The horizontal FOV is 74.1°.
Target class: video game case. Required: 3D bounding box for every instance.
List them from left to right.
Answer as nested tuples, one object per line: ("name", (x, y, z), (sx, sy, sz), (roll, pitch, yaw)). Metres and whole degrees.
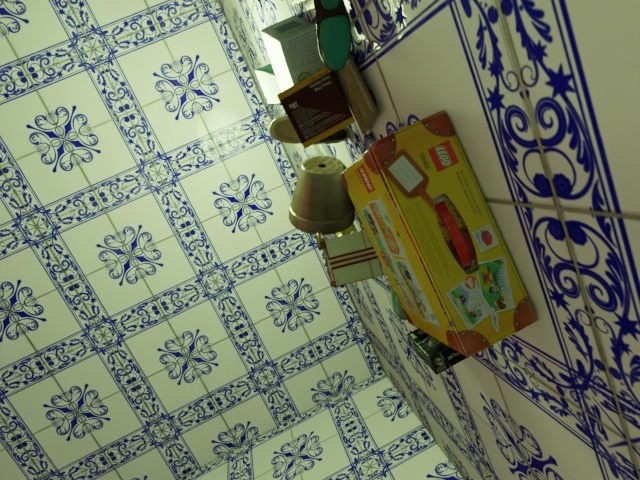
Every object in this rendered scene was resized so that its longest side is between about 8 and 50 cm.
("video game case", (0.003, -0.439, 2.200), (0.329, 0.036, 0.300), (61, 173, 26))

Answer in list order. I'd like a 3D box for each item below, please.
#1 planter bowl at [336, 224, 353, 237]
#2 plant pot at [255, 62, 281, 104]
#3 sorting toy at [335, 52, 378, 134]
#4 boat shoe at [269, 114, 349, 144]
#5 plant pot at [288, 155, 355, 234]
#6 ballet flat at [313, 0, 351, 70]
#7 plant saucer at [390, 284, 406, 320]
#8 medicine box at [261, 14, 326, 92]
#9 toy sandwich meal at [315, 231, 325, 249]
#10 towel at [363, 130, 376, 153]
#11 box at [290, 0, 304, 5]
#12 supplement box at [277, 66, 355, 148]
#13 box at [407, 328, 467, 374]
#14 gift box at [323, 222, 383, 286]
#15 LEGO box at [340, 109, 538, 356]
("planter bowl", (0.121, -0.095, 2.335), (0.217, 0.090, 0.217), (62, 173, 13))
("plant pot", (-0.157, -0.711, 1.903), (0.234, 0.166, 0.165), (42, 158, 57))
("sorting toy", (0.094, -0.494, 1.294), (0.229, 0.041, 0.307), (150, 95, -87))
("boat shoe", (-0.038, -0.411, 1.592), (0.098, 0.302, 0.109), (-140, 53, -64))
("plant pot", (0.005, -0.228, 1.980), (0.323, 0.323, 0.280), (-123, 26, -49))
("ballet flat", (0.028, -0.606, 1.139), (0.096, 0.095, 0.280), (-106, 8, -64))
("plant saucer", (0.284, 0.136, 1.565), (0.317, 0.044, 0.317), (-3, -90, -84))
("medicine box", (-0.076, -0.639, 1.565), (0.263, 0.149, 0.289), (56, 170, 51))
("toy sandwich meal", (0.000, 0.000, 1.899), (0.085, 0.029, 0.085), (170, 90, -82))
("towel", (0.234, -0.176, 1.430), (0.243, 0.040, 0.336), (77, 168, -69))
("box", (-0.085, -0.845, 1.322), (0.184, 0.045, 0.191), (-122, 8, -62))
("supplement box", (-0.011, -0.446, 1.423), (0.194, 0.191, 0.129), (61, -168, -16))
("box", (0.418, 0.368, 1.505), (0.077, 0.147, 0.180), (66, 174, -18))
("gift box", (0.154, 0.064, 1.977), (0.255, 0.258, 0.276), (153, 105, -85))
("LEGO box", (0.263, -0.014, 1.074), (0.500, 0.193, 0.372), (65, 174, -3))
